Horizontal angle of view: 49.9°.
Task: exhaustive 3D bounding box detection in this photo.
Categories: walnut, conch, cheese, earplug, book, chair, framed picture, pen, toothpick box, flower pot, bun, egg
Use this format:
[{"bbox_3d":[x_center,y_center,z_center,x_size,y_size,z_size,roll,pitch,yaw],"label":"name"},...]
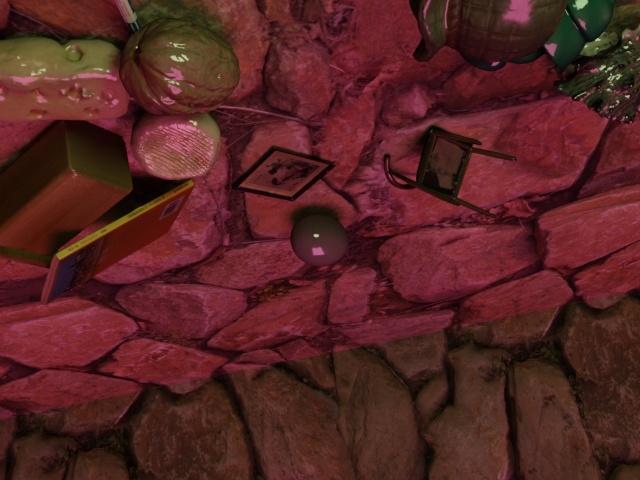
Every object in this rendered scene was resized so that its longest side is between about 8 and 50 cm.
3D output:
[{"bbox_3d":[-0.235,-0.294,1.185,0.178,0.178,0.230,-31,167,34],"label":"walnut"},{"bbox_3d":[0.578,-0.350,1.403,0.240,0.313,0.186,3,122,33],"label":"conch"},{"bbox_3d":[-0.467,-0.274,1.203,0.263,0.093,0.159,-3,152,-17],"label":"cheese"},{"bbox_3d":[0.390,-0.393,1.235,0.280,0.164,0.257,-29,163,21],"label":"earplug"},{"bbox_3d":[-0.473,0.003,1.612,0.374,0.028,0.262,-36,175,-38],"label":"book"},{"bbox_3d":[0.306,-0.180,1.693,0.188,0.166,0.272,12,-172,-43],"label":"chair"},{"bbox_3d":[-0.093,-0.160,1.705,0.199,0.010,0.195,10,147,-38],"label":"framed picture"},{"bbox_3d":[-0.320,-0.388,1.112,0.025,0.025,0.204,-12,156,0],"label":"pen"},{"bbox_3d":[-0.554,-0.102,1.433,0.308,0.190,0.187,-32,148,26],"label":"toothpick box"},{"bbox_3d":[0.245,-0.419,1.038,0.213,0.302,0.302,0,155,4],"label":"flower pot"},{"bbox_3d":[-0.293,-0.209,1.405,0.183,0.102,0.183,-5,137,-5],"label":"bun"},{"bbox_3d":[0.000,0.000,1.921,0.146,0.146,0.198,-25,159,25],"label":"egg"}]
